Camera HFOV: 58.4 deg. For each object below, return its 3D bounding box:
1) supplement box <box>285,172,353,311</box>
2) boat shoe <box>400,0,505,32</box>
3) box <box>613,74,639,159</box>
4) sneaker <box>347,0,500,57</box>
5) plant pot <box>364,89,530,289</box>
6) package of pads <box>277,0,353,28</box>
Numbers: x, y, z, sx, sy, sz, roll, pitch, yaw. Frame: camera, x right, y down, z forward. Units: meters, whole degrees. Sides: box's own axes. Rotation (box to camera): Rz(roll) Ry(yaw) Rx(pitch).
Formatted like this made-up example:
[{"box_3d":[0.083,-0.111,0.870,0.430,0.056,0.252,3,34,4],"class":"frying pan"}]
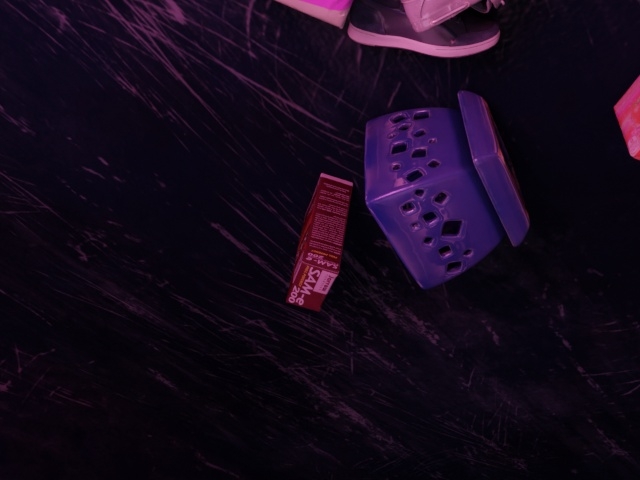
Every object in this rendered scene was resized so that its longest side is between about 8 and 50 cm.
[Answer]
[{"box_3d":[0.000,0.000,1.104,0.073,0.239,0.130,16,137,-7],"class":"supplement box"},{"box_3d":[0.206,-0.341,0.756,0.227,0.079,0.081,-28,120,-12],"class":"boat shoe"},{"box_3d":[0.583,-0.243,0.804,0.154,0.142,0.300,16,137,-7],"class":"box"},{"box_3d":[0.155,-0.353,0.810,0.226,0.086,0.163,7,139,4],"class":"sneaker"},{"box_3d":[0.217,-0.096,0.975,0.212,0.236,0.236,-21,129,22],"class":"plant pot"},{"box_3d":[-0.031,-0.405,0.633,0.229,0.101,0.296,21,154,-6],"class":"package of pads"}]
